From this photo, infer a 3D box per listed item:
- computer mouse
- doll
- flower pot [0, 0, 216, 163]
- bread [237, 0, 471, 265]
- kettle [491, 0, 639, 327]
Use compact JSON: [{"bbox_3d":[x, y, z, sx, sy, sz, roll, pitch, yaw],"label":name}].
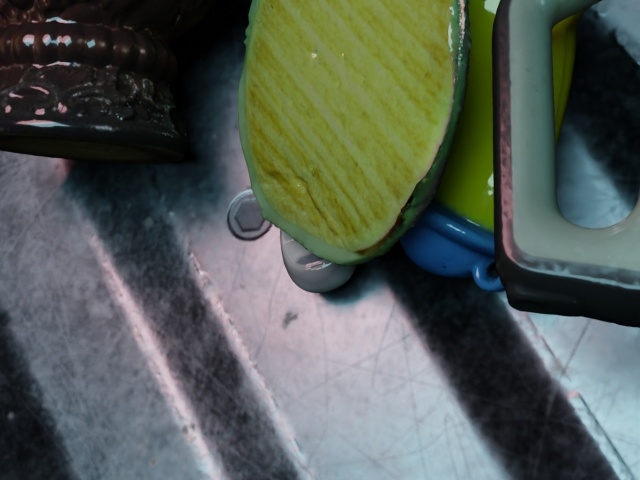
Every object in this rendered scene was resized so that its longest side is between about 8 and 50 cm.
[{"bbox_3d":[0.001,0.002,0.923,0.066,0.039,0.096,-19,52,15],"label":"computer mouse"},{"bbox_3d":[0.123,-0.139,0.856,0.199,0.145,0.362,-15,72,44],"label":"doll"},{"bbox_3d":[-0.200,-0.207,0.947,0.267,0.266,0.267,2,86,21],"label":"flower pot"},{"bbox_3d":[0.020,-0.132,0.846,0.301,0.045,0.301,-1,88,57],"label":"bread"},{"bbox_3d":[0.285,-0.115,0.691,0.361,0.250,0.376,10,69,15],"label":"kettle"}]
